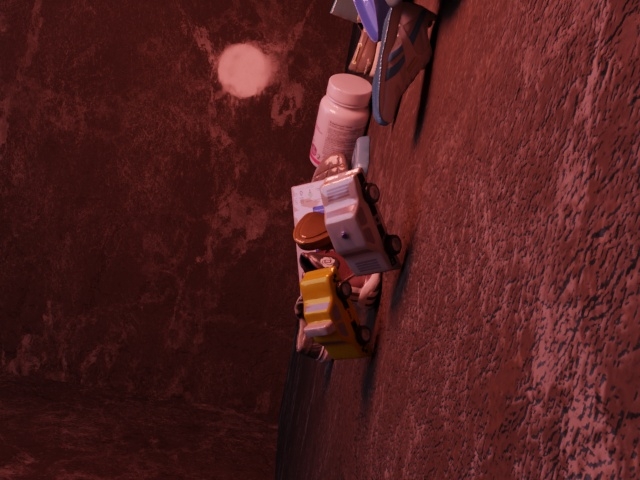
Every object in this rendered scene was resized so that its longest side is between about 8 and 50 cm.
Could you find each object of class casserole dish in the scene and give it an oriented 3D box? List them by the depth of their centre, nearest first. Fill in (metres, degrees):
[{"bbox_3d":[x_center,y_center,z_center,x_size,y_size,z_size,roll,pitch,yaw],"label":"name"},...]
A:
[{"bbox_3d":[0.114,-0.227,1.747,0.114,0.037,0.188,104,174,-48],"label":"casserole dish"}]

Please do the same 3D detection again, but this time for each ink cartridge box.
[{"bbox_3d":[0.000,0.000,1.701,0.165,0.065,0.332,-5,88,49],"label":"ink cartridge box"}]

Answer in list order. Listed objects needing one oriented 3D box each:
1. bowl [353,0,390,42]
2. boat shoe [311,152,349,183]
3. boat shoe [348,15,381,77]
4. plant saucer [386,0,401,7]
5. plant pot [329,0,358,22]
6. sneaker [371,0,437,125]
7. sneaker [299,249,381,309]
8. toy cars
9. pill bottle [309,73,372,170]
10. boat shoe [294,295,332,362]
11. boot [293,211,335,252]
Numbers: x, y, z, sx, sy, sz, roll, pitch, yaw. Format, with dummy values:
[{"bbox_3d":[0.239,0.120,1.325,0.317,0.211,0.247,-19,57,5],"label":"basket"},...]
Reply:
[{"bbox_3d":[0.114,-0.698,1.493,0.391,0.077,0.391,-19,-90,-88],"label":"bowl"},{"bbox_3d":[0.039,-0.105,1.810,0.116,0.123,0.324,-17,-62,-64],"label":"boat shoe"},{"bbox_3d":[0.156,-0.665,1.856,0.109,0.091,0.305,-166,87,-86],"label":"boat shoe"},{"bbox_3d":[0.178,-0.540,0.974,0.317,0.044,0.317,-59,13,23],"label":"plant saucer"},{"bbox_3d":[0.149,-0.907,2.146,0.165,0.165,0.234,-89,18,-66],"label":"plant pot"},{"bbox_3d":[0.148,-0.317,1.075,0.087,0.092,0.228,-173,96,-85],"label":"sneaker"},{"bbox_3d":[0.038,0.027,1.257,0.281,0.162,0.106,-88,9,-61],"label":"sneaker"},{"bbox_3d":[0.035,0.066,1.046,0.087,0.176,0.393,-34,-35,-47],"label":"toy cars"},{"bbox_3d":[0.066,-0.365,1.882,0.160,0.160,0.283,-85,7,-51],"label":"pill bottle"},{"bbox_3d":[-0.015,0.199,1.762,0.335,0.119,0.121,-92,26,-49],"label":"boat shoe"},{"bbox_3d":[0.021,0.030,1.447,0.283,0.109,0.220,-44,-37,-58],"label":"boot"}]
